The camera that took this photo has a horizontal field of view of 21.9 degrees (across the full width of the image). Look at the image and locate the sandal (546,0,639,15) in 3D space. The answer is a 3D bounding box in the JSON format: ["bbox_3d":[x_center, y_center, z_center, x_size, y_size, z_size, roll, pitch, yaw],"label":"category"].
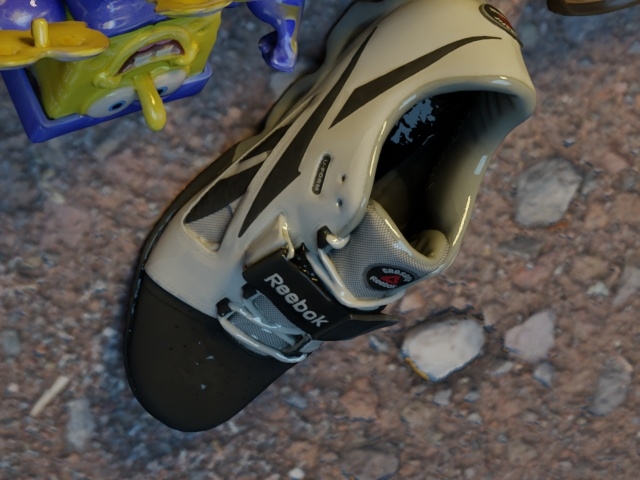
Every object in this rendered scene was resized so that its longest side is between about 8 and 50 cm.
[{"bbox_3d":[0.232,-0.191,0.977,0.219,0.090,0.060,-19,101,0],"label":"sandal"}]

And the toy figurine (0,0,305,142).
[{"bbox_3d":[-0.090,-0.152,0.866,0.362,0.191,0.217,-23,165,-29],"label":"toy figurine"}]

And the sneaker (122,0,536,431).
[{"bbox_3d":[0.000,0.000,0.957,0.122,0.146,0.330,26,109,-31],"label":"sneaker"}]
